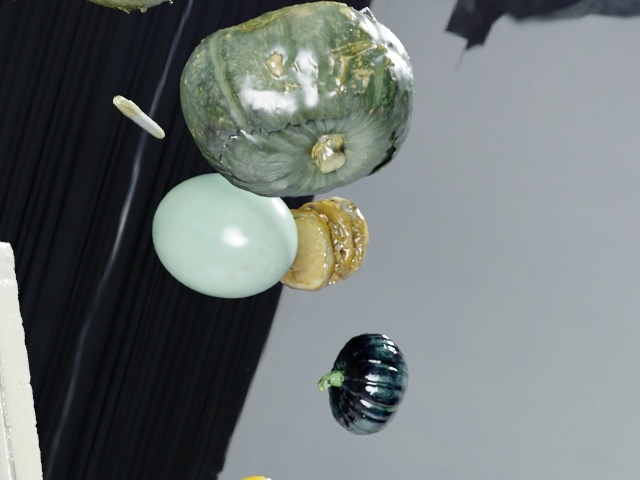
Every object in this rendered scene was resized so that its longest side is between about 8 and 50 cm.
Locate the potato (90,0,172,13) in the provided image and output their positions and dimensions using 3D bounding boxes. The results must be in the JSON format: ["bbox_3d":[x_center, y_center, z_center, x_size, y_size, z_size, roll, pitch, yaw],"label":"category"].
[{"bbox_3d":[-0.415,-0.580,1.391,0.359,0.270,0.219,19,6,4],"label":"potato"}]

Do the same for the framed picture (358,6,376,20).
[{"bbox_3d":[0.045,-0.504,2.024,0.265,0.016,0.347,-28,-7,14],"label":"framed picture"}]

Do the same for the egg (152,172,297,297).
[{"bbox_3d":[-0.218,-0.012,1.694,0.388,0.276,0.276,10,-3,42],"label":"egg"}]

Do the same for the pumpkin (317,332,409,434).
[{"bbox_3d":[0.086,0.266,1.416,0.150,0.194,0.194,43,-4,-11],"label":"pumpkin"}]

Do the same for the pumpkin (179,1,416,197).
[{"bbox_3d":[-0.028,-0.204,1.094,0.327,0.257,0.291,-25,-31,11],"label":"pumpkin"}]

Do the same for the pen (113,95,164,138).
[{"bbox_3d":[-0.430,-0.293,1.825,0.040,0.032,0.233,6,-11,16],"label":"pen"}]

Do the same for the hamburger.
[{"bbox_3d":[-0.001,0.006,1.934,0.245,0.261,0.211,46,31,24],"label":"hamburger"}]

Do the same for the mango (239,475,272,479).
[{"bbox_3d":[-0.163,0.546,1.316,0.120,0.295,0.177,12,-40,34],"label":"mango"}]

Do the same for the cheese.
[{"bbox_3d":[-0.439,0.191,1.065,0.034,0.400,0.085,-14,-13,12],"label":"cheese"}]
